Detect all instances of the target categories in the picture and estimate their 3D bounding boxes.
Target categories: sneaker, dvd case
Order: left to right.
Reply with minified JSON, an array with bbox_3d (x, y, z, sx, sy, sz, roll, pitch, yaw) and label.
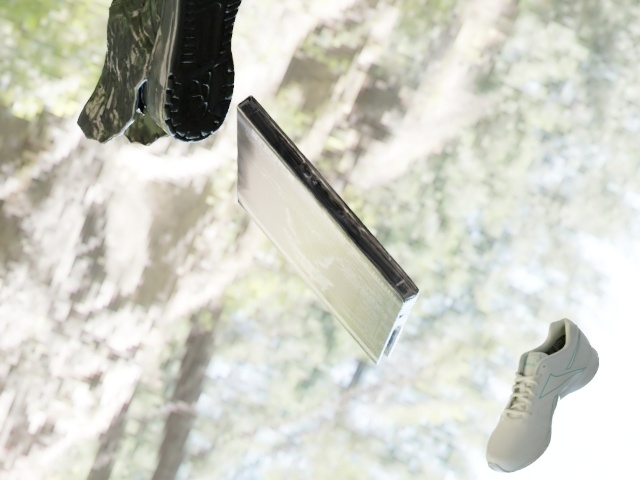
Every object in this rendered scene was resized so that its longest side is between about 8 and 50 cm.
[{"bbox_3d":[-0.071,-0.114,0.798,0.051,0.170,0.089,1,-155,-33],"label":"sneaker"},{"bbox_3d":[0.000,0.000,1.131,0.164,0.018,0.221,49,168,9],"label":"dvd case"},{"bbox_3d":[0.179,0.129,1.406,0.054,0.152,0.061,10,144,42],"label":"sneaker"}]
